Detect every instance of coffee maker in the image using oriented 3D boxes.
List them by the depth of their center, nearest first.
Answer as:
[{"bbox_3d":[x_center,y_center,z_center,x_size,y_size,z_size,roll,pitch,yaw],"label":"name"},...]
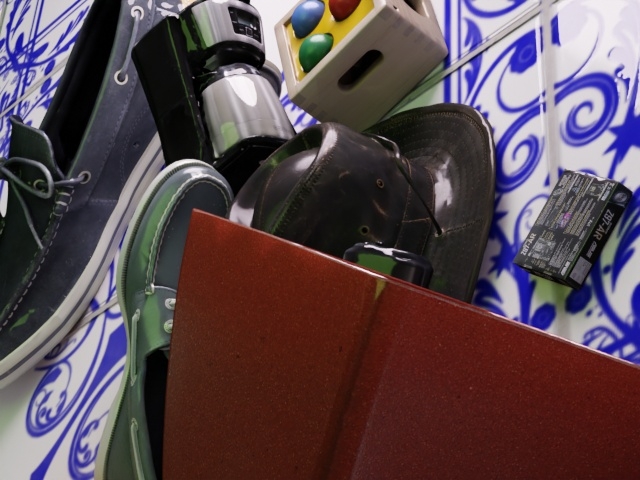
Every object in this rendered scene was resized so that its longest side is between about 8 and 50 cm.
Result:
[{"bbox_3d":[-0.111,-0.114,1.639,0.171,0.120,0.178,-24,60,9],"label":"coffee maker"}]

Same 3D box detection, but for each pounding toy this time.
[{"bbox_3d":[0.044,-0.228,1.649,0.181,0.094,0.206,-43,33,23],"label":"pounding toy"}]

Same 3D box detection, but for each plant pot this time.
[{"bbox_3d":[0.042,0.146,1.160,0.267,0.267,0.235,19,89,59],"label":"plant pot"}]

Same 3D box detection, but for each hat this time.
[{"bbox_3d":[0.000,0.000,1.462,0.331,0.134,0.331,-35,37,31],"label":"hat"}]

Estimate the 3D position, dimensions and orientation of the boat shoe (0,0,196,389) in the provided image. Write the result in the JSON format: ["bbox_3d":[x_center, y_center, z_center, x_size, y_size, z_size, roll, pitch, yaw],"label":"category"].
[{"bbox_3d":[-0.280,-0.067,1.912,0.500,0.156,0.187,-59,32,-1],"label":"boat shoe"}]

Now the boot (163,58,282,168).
[{"bbox_3d":[-0.103,-0.055,1.721,0.189,0.076,0.208,-50,22,37],"label":"boot"}]

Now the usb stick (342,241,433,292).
[{"bbox_3d":[0.019,0.137,1.331,0.077,0.045,0.278,11,84,34],"label":"usb stick"}]

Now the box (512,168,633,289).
[{"bbox_3d":[0.185,-0.009,1.312,0.083,0.018,0.067,-61,30,-6],"label":"box"}]

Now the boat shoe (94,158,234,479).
[{"bbox_3d":[-0.113,0.091,1.513,0.099,0.116,0.319,7,86,57],"label":"boat shoe"}]
